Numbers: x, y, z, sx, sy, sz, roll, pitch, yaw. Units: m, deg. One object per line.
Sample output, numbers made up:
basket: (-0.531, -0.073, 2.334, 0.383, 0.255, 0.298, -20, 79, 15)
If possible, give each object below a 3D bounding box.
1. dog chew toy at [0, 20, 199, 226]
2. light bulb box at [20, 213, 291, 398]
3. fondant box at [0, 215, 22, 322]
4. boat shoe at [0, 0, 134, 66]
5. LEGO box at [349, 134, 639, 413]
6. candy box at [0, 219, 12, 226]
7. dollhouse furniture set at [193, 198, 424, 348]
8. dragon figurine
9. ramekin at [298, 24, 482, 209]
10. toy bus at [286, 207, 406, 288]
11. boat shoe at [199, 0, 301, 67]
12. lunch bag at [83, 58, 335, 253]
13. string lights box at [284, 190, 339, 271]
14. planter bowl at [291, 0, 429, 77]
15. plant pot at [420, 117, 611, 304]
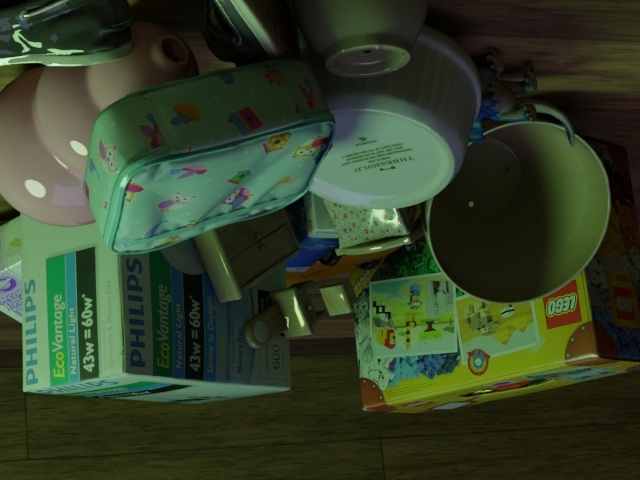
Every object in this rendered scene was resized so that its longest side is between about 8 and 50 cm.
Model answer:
dog chew toy: (-0.265, -0.150, 1.655, 0.207, 0.206, 0.332, 6, 153, -39)
light bulb box: (-0.249, 0.059, 2.115, 0.225, 0.357, 0.361, -14, 164, 37)
fondant box: (-0.410, 0.064, 2.350, 0.238, 0.096, 0.330, -26, 144, 16)
boat shoe: (-0.367, -0.237, 1.507, 0.335, 0.095, 0.112, -4, -158, 8)
LEGO box: (0.293, 0.072, 2.354, 0.193, 0.372, 0.500, 9, 159, -44)
candy box: (-0.543, 0.018, 2.419, 0.233, 0.071, 0.159, 2, 162, -25)
dollhouse furniture set: (0.015, -0.003, 1.989, 0.356, 0.303, 0.174, -12, -165, 39)
dragon figurine: (0.218, -0.187, 1.884, 0.289, 0.085, 0.144, 14, 158, -42)
ramekin: (0.066, -0.149, 1.729, 0.273, 0.127, 0.273, 5, 147, 3)
toy bus: (0.000, 0.000, 2.441, 0.108, 0.130, 0.333, 7, 161, -43)
boat shoe: (-0.089, -0.242, 1.536, 0.092, 0.102, 0.285, -13, 170, 9)
lunch bag: (-0.122, -0.089, 1.560, 0.279, 0.108, 0.224, -16, 154, -24)
string lights box: (-0.021, -0.044, 2.256, 0.077, 0.133, 0.260, 0, 164, -20)
planter bowl: (0.047, -0.248, 1.544, 0.162, 0.109, 0.162, -5, 165, -1)
plant pot: (0.272, -0.068, 2.100, 0.284, 0.284, 0.191, -3, -160, -12)
